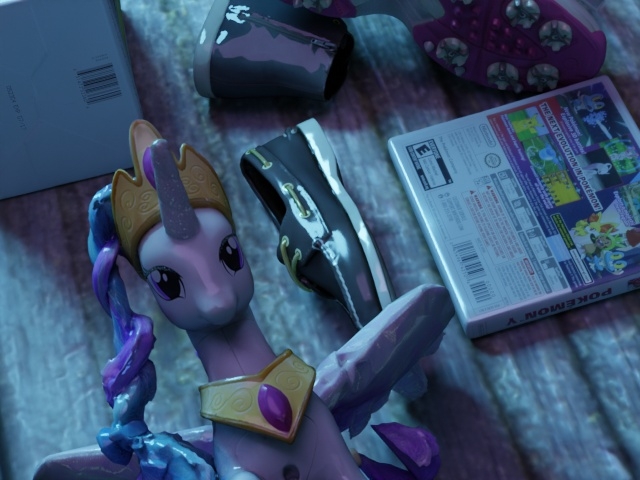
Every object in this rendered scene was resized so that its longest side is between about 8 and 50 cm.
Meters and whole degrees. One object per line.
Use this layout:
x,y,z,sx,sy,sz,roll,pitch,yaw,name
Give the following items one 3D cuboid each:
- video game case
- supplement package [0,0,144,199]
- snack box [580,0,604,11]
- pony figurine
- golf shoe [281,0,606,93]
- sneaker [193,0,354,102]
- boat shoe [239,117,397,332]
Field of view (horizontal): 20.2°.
0.165,-0.029,1.339,0.183,0.023,0.201,-17,47,-4,video game case
-0.236,-0.179,1.430,0.149,0.194,0.203,-14,49,-2,supplement package
0.173,-0.238,1.460,0.022,0.064,0.178,-52,30,12,snack box
-0.016,0.135,1.056,0.303,0.351,0.363,-25,68,-7,pony figurine
0.091,-0.222,1.425,0.306,0.115,0.140,24,47,-1,golf shoe
-0.019,-0.202,1.496,0.118,0.083,0.222,9,61,12,sneaker
0.000,0.000,1.310,0.068,0.081,0.228,-21,41,-4,boat shoe
